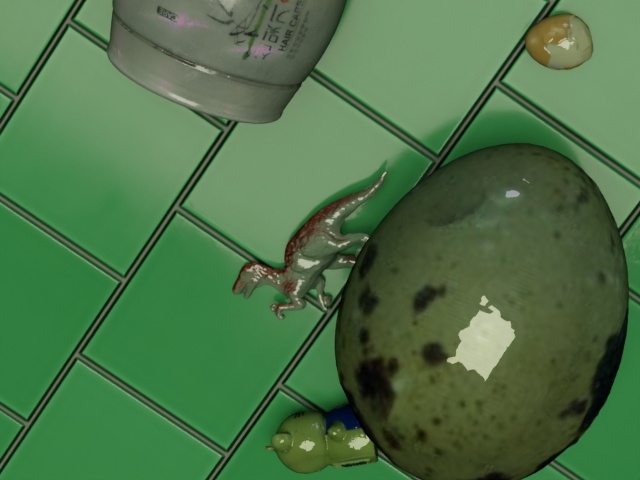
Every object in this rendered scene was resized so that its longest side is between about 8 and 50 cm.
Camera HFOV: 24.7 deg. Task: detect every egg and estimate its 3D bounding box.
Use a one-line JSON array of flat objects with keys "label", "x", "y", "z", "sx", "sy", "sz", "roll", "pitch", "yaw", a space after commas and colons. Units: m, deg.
[{"label": "egg", "x": 0.200, "y": 0.090, "z": 1.774, "sx": 0.345, "sy": 0.345, "sz": 0.428, "roll": 20, "pitch": 91, "yaw": -1}, {"label": "egg", "x": 0.298, "y": -0.248, "z": 1.829, "sx": 0.083, "sy": 0.071, "sz": 0.071, "roll": -7, "pitch": 102, "yaw": 8}]

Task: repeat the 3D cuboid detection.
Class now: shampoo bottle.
[{"label": "shampoo bottle", "x": -0.110, "y": -0.293, "z": 1.741, "sx": 0.273, "sy": 0.273, "sz": 0.266, "roll": 21, "pitch": 107, "yaw": -1}]

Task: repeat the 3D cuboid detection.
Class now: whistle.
[{"label": "whistle", "x": 0.036, "y": 0.259, "z": 1.947, "sx": 0.227, "sy": 0.105, "sz": 0.085, "roll": -10, "pitch": 72, "yaw": 4}]

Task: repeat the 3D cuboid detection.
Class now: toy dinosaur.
[{"label": "toy dinosaur", "x": 0.000, "y": 0.000, "z": 1.909, "sx": 0.167, "sy": 0.053, "sz": 0.242, "roll": 25, "pitch": 111, "yaw": 5}]
